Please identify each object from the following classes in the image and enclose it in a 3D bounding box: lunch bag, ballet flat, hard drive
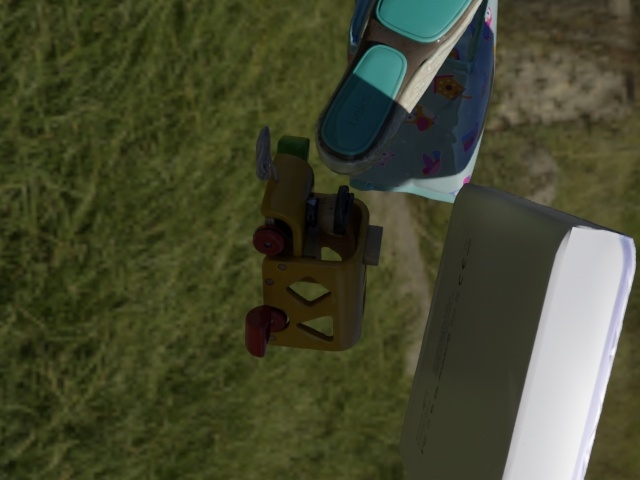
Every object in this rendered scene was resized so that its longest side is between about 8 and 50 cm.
[{"bbox_3d":[0.111,-0.211,1.363,0.223,0.160,0.262,88,12,-52],"label":"lunch bag"},{"bbox_3d":[0.048,-0.113,0.757,0.168,0.057,0.052,-56,167,-6],"label":"ballet flat"},{"bbox_3d":[0.103,0.080,0.757,0.318,0.040,0.210,-113,-145,-83],"label":"hard drive"}]

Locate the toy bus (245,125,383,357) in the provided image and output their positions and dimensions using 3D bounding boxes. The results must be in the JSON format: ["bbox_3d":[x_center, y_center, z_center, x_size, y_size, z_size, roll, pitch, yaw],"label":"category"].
[{"bbox_3d":[0.001,0.004,1.098,0.202,0.104,0.190,-17,112,-85],"label":"toy bus"}]
